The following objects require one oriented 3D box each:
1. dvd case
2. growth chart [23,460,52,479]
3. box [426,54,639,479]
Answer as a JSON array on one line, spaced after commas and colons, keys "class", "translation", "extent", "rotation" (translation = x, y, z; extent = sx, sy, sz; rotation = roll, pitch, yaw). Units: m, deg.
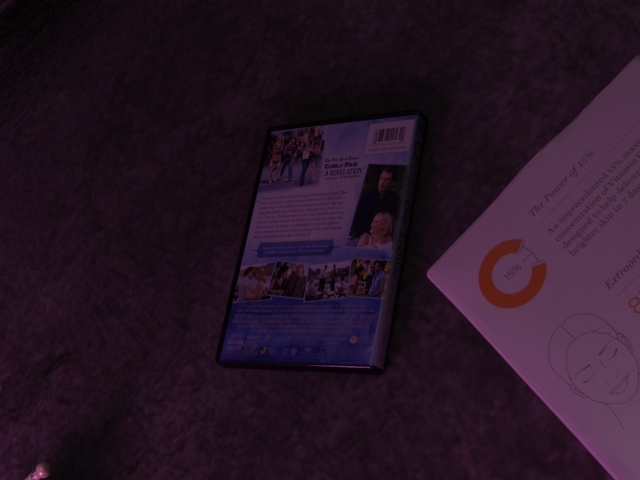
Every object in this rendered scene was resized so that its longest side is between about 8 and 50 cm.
[{"class": "dvd case", "translation": [0.000, 0.000, 1.064], "extent": [0.180, 0.022, 0.253], "rotation": [-3, 67, 35]}, {"class": "growth chart", "translation": [-0.307, 0.345, 1.072], "extent": [0.172, 0.021, 0.237], "rotation": [-38, 42, 46]}, {"class": "box", "translation": [0.272, 0.076, 0.738], "extent": [0.215, 0.168, 0.345], "rotation": [-46, 50, 8]}]
